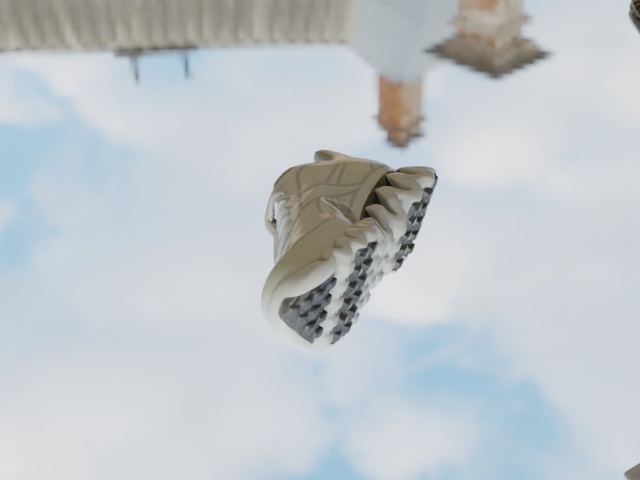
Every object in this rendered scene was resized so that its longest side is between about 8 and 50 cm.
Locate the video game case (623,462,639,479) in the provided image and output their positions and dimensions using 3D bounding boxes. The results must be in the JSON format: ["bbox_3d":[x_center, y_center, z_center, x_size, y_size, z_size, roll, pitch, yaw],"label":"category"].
[{"bbox_3d":[0.342,0.198,1.472,0.190,0.173,0.022,-30,-140,-9],"label":"video game case"}]

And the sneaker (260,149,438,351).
[{"bbox_3d":[0.000,0.000,1.501,0.118,0.110,0.292,25,-156,10],"label":"sneaker"}]

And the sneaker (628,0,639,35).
[{"bbox_3d":[0.422,-0.127,1.965,0.122,0.146,0.330,-10,-129,-37],"label":"sneaker"}]
